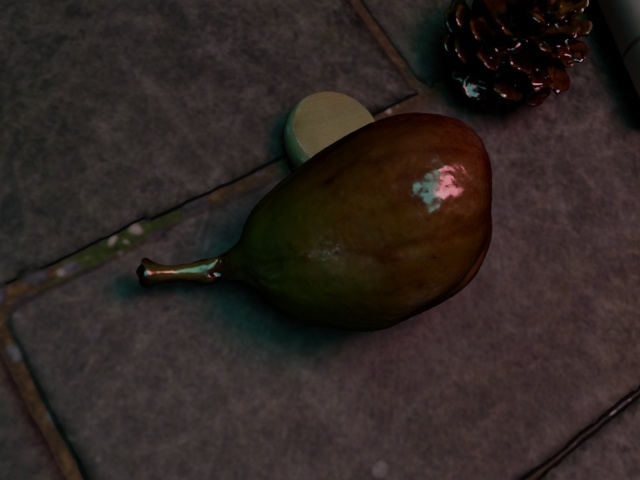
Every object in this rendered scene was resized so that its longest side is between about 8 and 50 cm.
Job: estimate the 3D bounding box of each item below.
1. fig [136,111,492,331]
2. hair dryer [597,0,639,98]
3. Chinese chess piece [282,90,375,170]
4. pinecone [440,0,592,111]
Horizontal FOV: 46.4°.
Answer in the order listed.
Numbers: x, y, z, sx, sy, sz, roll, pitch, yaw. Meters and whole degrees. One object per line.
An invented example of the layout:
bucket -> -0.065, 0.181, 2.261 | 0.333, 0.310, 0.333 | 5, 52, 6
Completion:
fig -> 0.000, 0.002, 0.555 | 0.274, 0.170, 0.146 | -14, 78, 1
hair dryer -> 0.459, -0.222, 0.792 | 0.357, 0.107, 0.173 | -6, 72, -26
Chinese chess piece -> 0.009, -0.088, 0.643 | 0.084, 0.034, 0.084 | 6, 67, -15
pinecone -> 0.183, -0.189, 0.680 | 0.140, 0.121, 0.140 | 6, 72, -20
